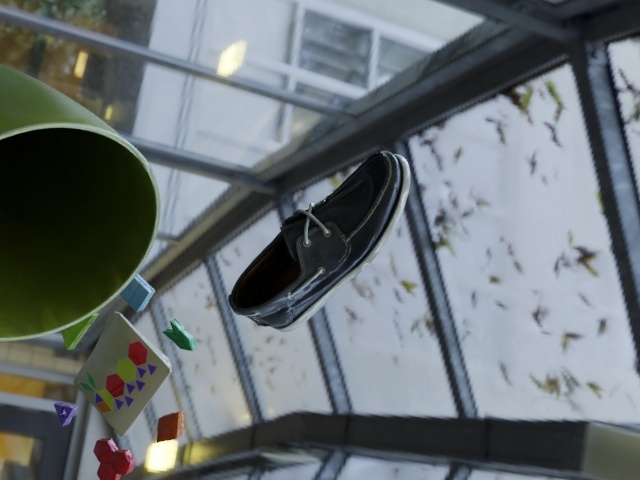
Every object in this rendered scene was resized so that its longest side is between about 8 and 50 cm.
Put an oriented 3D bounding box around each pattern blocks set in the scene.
[{"bbox_3d":[-0.331,0.226,1.738,0.325,0.026,0.285,-44,-103,26],"label":"pattern blocks set"}]

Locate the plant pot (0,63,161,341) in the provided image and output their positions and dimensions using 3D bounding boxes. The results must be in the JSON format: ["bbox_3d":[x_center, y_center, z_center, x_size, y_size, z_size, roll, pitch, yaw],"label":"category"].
[{"bbox_3d":[-0.366,-0.083,1.176,0.293,0.275,0.274,47,-57,41],"label":"plant pot"}]

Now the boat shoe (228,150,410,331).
[{"bbox_3d":[0.000,0.000,1.048,0.233,0.079,0.084,-47,-137,20],"label":"boat shoe"}]
